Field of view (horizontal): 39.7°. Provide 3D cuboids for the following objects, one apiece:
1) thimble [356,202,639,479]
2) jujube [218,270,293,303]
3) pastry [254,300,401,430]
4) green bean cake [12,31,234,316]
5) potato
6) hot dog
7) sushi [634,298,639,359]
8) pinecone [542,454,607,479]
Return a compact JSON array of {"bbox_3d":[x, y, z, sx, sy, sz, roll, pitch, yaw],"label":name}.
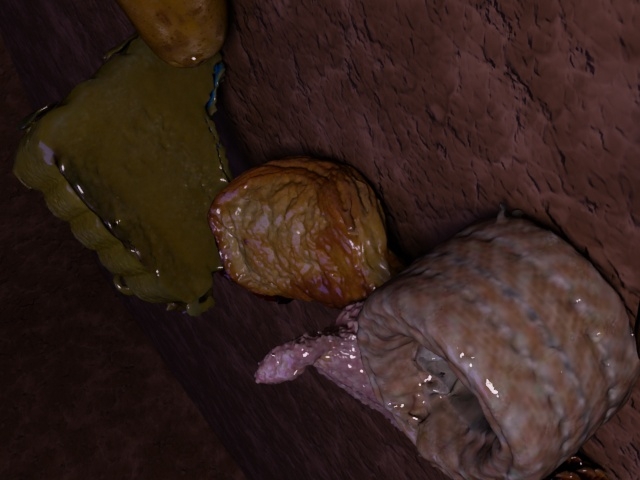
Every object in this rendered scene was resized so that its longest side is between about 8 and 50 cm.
[{"bbox_3d":[0.139,0.095,0.719,0.196,0.148,0.229,48,160,25],"label":"thimble"},{"bbox_3d":[-0.091,0.032,1.269,0.166,0.104,0.104,40,154,22],"label":"jujube"},{"bbox_3d":[0.075,0.137,0.880,0.265,0.112,0.103,26,163,-17],"label":"pastry"},{"bbox_3d":[-0.200,-0.089,1.119,0.202,0.285,0.310,-10,121,55],"label":"green bean cake"},{"bbox_3d":[-0.210,-0.353,0.935,0.195,0.176,0.369,-12,113,42],"label":"potato"},{"bbox_3d":[0.000,-0.002,0.972,0.259,0.114,0.175,7,121,43],"label":"hot dog"},{"bbox_3d":[0.238,0.028,0.288,0.213,0.204,0.200,42,150,29],"label":"sushi"},{"bbox_3d":[0.217,0.239,0.796,0.109,0.102,0.102,-92,-17,-64],"label":"pinecone"}]
